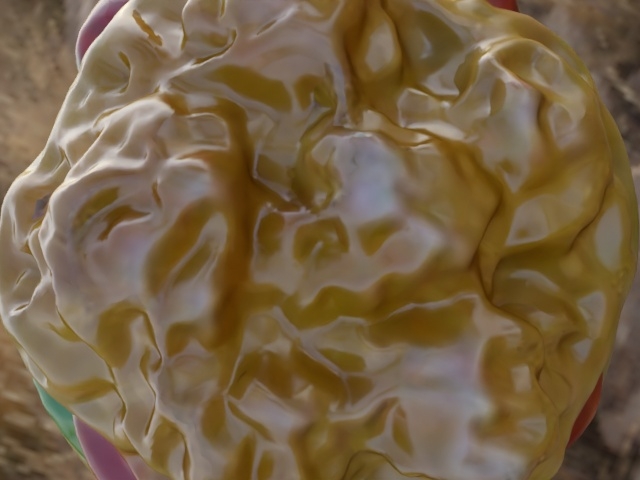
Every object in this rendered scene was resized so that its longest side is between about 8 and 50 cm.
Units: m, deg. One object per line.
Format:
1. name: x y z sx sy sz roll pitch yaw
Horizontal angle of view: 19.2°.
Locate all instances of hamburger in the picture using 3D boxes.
1. hamburger: 0.000 0.000 0.637 0.149 0.237 0.237 91 -161 -83
